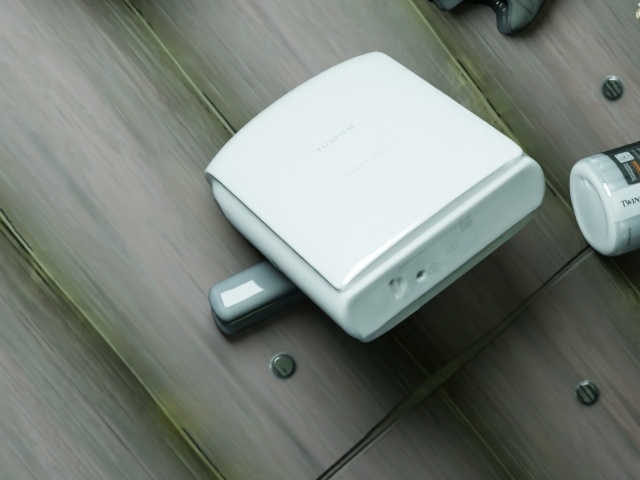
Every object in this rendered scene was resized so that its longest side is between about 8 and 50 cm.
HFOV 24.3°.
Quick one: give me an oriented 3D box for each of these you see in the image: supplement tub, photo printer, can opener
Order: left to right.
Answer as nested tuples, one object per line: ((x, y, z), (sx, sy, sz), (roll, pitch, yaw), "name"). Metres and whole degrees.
((0.000, 0.000, 1.627), (0.283, 0.076, 0.095), (-26, 68, -10), "can opener")
((0.040, -0.063, 1.532), (0.256, 0.307, 0.107), (-36, 134, -12), "photo printer")
((0.387, -0.061, 1.670), (0.190, 0.117, 0.117), (-17, 90, -10), "supplement tub")

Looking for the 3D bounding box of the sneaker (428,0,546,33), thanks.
((0.134, -0.329, 1.646), (0.286, 0.109, 0.130), (27, 89, -6), "sneaker")

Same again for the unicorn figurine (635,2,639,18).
((0.419, -0.270, 1.714), (0.111, 0.060, 0.161), (8, 86, -10), "unicorn figurine")
